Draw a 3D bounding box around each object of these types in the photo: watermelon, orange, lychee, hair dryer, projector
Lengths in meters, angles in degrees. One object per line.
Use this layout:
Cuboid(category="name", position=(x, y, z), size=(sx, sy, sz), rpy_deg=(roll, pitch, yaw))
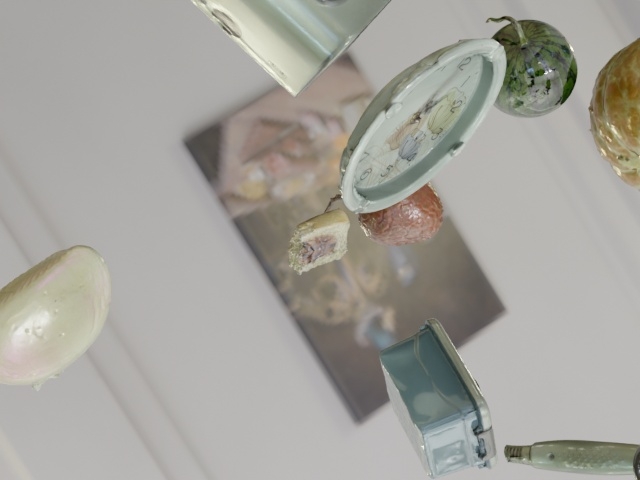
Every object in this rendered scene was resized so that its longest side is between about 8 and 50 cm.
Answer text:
Cuboid(category="watermelon", position=(0.294, -0.256, 1.996), size=(0.141, 0.140, 0.187), rpy_deg=(-32, 149, 2))
Cuboid(category="orange", position=(0.584, -0.189, 2.188), size=(0.249, 0.329, 0.329), rpy_deg=(-44, -173, -20))
Cuboid(category="lychee", position=(0.085, -0.043, 1.758), size=(0.101, 0.140, 0.114), rpy_deg=(-104, -148, -73))
Cuboid(category="hair dryer", position=(0.323, 0.204, 1.303), size=(0.219, 0.088, 0.225), rpy_deg=(4, 174, -32))
Cuboid(category="projector", position=(-0.027, -0.400, 2.100), size=(0.248, 0.249, 0.248), rpy_deg=(-49, -175, -19))

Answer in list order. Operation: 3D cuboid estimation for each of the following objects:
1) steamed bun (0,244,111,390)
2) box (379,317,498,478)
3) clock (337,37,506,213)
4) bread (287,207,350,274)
Cuboid(category="steamed bun", position=(-0.401, 0.121, 2.028), size=(0.239, 0.152, 0.170), rpy_deg=(-38, -166, -22))
Cuboid(category="box", position=(0.185, 0.247, 2.146), size=(0.130, 0.162, 0.227), rpy_deg=(-20, -137, -6))
Cuboid(category="clock", position=(0.098, -0.129, 1.472), size=(0.236, 0.053, 0.236), rpy_deg=(-37, 156, -20))
Cuboid(category="bread", position=(0.000, 0.000, 1.603), size=(0.070, 0.035, 0.083), rpy_deg=(-19, 148, -21))
